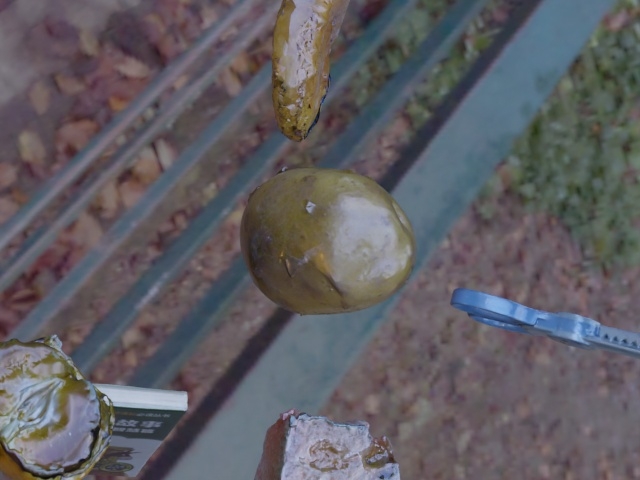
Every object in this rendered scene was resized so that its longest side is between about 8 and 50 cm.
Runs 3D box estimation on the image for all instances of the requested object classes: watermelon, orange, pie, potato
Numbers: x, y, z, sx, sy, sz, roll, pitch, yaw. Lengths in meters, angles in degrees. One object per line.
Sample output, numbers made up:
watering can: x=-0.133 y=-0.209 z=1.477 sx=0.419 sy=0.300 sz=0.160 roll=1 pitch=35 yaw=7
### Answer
watermelon: x=0.017 y=0.417 z=2.227 sx=0.264 sy=0.151 sz=0.302 roll=6 pitch=87 yaw=-25
orange: x=-0.295 y=0.183 z=1.449 sx=0.160 sy=0.112 sz=0.170 roll=13 pitch=43 yaw=-13
pie: x=-0.013 y=-0.251 z=1.814 sx=0.069 sy=0.273 sz=0.273 roll=16 pitch=62 yaw=7
potato: x=0.000 y=0.000 z=1.269 sx=0.137 sy=0.176 sz=0.137 roll=1 pitch=89 yaw=-41

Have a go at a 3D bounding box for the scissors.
scissors: x=0.264 y=0.095 z=1.471 sx=0.125 sy=0.256 sz=0.030 roll=33 pitch=72 yaw=-60

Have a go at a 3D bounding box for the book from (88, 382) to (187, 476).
book: x=-0.285 y=0.225 z=1.649 sx=0.202 sy=0.264 sz=0.027 roll=7 pitch=62 yaw=-19
